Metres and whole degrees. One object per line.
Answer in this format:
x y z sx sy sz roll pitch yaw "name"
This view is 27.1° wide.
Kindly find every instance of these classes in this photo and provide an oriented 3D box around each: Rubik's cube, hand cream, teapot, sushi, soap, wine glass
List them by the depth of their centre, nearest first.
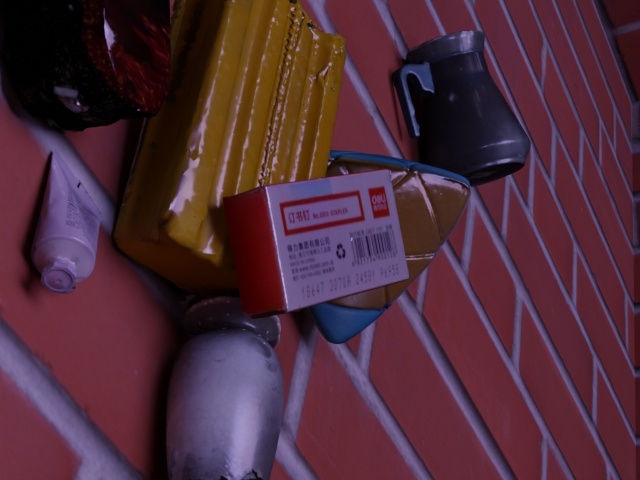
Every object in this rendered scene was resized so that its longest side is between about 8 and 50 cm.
-0.219 -0.008 1.150 0.142 0.053 0.084 -96 161 -53 "hand cream"
-0.211 -0.212 1.171 0.136 0.126 0.225 13 73 -66 "sushi"
-0.091 0.154 1.261 0.111 0.111 0.204 50 33 -46 "wine glass"
-0.084 -0.105 1.335 0.204 0.096 0.324 37 55 -43 "soap"
0.073 -0.041 1.599 0.254 0.254 0.254 41 42 -53 "Rubik's cube"
0.212 -0.203 2.079 0.203 0.171 0.225 -8 78 -36 "teapot"

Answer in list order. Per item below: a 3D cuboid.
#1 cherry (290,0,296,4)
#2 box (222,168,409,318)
-0.063 -0.362 1.505 0.195 0.195 0.195 41 42 -53 "cherry"
0.000 0.000 1.303 0.229 0.050 0.123 -13 92 -54 "box"
